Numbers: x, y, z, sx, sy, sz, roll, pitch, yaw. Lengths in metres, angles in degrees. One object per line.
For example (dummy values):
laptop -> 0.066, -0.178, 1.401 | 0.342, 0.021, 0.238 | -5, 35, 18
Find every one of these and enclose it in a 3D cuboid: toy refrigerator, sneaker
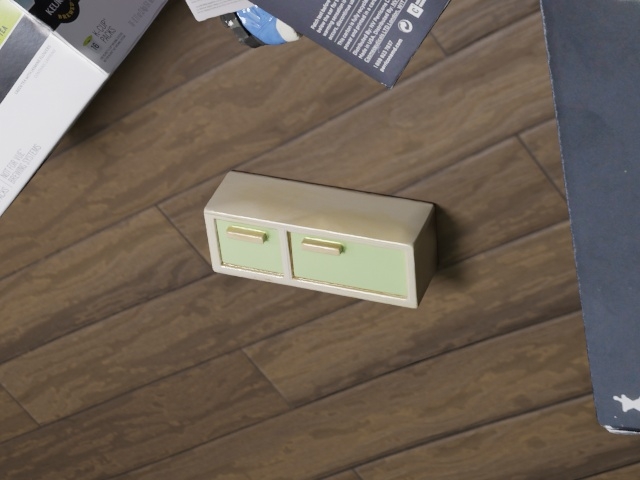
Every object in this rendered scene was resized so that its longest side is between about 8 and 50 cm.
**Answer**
toy refrigerator -> 0.000, 0.000, 2.164 | 0.269, 0.094, 0.102 | 11, 132, 19
sneaker -> -0.086, -0.280, 1.989 | 0.084, 0.058, 0.152 | -12, 129, 24

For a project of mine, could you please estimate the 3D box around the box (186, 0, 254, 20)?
box -> -0.069, -0.333, 1.834 | 0.114, 0.203, 0.103 | -11, 123, 31

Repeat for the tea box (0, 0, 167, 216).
tea box -> -0.398, -0.253, 2.052 | 0.323, 0.220, 0.329 | 37, 134, -10

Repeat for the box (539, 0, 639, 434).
box -> 0.406, -0.147, 1.574 | 0.297, 0.472, 0.480 | 4, 130, 23

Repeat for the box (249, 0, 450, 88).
box -> 0.026, -0.369, 1.660 | 0.312, 0.343, 0.179 | 33, 135, -2
